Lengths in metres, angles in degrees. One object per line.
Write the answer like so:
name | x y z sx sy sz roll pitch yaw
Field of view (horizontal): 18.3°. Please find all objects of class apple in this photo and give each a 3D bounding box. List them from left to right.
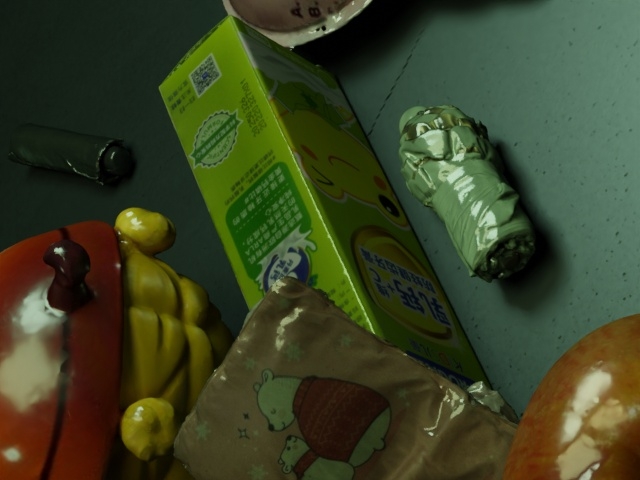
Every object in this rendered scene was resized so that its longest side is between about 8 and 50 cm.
apple | 0.183 0.134 0.954 0.209 0.164 0.209 -12 56 18

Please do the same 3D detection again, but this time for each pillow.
pillow | 0.051 0.131 1.083 0.135 0.248 0.049 -59 -1 14

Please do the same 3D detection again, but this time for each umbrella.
umbrella | -0.193 -0.067 1.522 0.133 0.031 0.036 12 106 46
umbrella | 0.087 -0.034 1.222 0.143 0.062 0.067 57 143 42

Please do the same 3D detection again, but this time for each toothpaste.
toothpaste | 0.000 0.000 1.246 0.077 0.110 0.327 -41 48 19

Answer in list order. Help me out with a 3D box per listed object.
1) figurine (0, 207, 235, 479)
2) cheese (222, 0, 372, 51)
figurine | -0.180 0.117 1.302 0.323 0.196 0.320 -42 40 35
cheese | 0.026 -0.216 1.350 0.286 0.074 0.189 1 73 40
